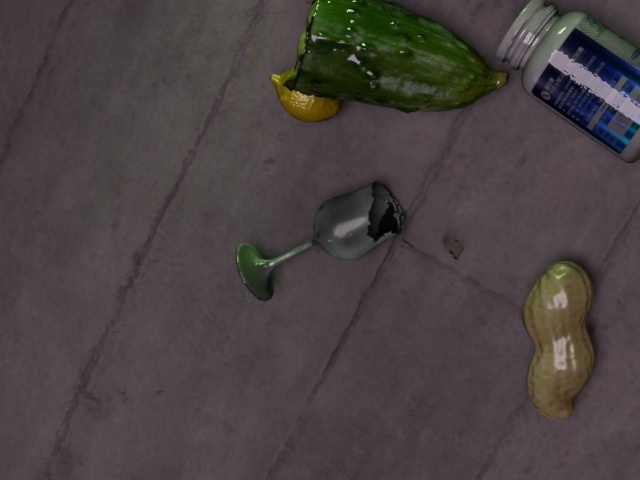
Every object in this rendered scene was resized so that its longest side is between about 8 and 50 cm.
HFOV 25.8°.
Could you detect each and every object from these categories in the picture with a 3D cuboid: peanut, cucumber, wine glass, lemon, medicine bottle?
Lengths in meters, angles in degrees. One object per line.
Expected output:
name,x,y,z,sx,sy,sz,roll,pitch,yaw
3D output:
peanut,0.271,0.114,1.585,0.082,0.082,0.187,0,103,19
cucumber,0.090,-0.201,1.550,0.244,0.134,0.134,13,106,-3
wine glass,0.000,0.000,1.649,0.195,0.079,0.079,-27,92,23
lemon,-0.017,-0.171,1.624,0.092,0.065,0.065,23,108,3
medicine bottle,0.288,-0.176,1.498,0.191,0.107,0.107,36,110,8

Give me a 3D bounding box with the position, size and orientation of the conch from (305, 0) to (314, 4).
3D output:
conch,0.015,-0.361,1.570,0.155,0.130,0.207,54,142,36
